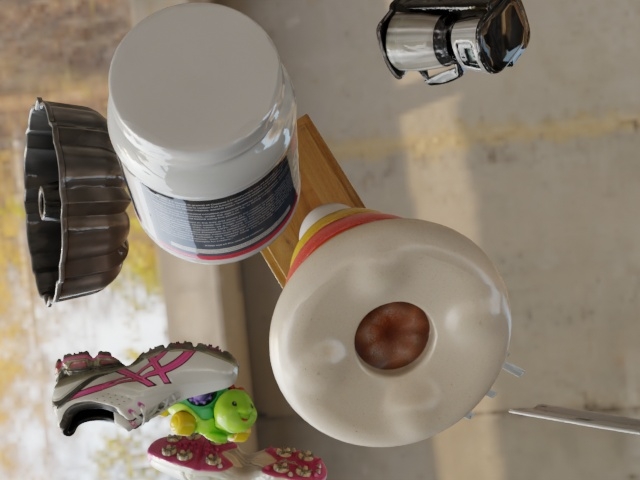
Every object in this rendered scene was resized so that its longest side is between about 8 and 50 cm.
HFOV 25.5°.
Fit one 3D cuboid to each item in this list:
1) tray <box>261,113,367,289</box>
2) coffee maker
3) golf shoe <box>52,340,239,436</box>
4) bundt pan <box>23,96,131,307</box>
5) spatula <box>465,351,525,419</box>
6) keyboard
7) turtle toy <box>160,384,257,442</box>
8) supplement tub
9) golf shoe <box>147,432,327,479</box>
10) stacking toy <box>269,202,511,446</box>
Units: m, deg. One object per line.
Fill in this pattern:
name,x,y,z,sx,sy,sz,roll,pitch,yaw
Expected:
tray,0.000,0.000,2.525,0.203,0.411,0.076,-32,168,2
coffee maker,0.191,-0.304,1.951,0.178,0.171,0.120,5,157,38
golf shoe,-0.169,0.150,1.382,0.186,0.086,0.067,-8,147,7
bundt pan,-0.382,-0.061,2.242,0.124,0.331,0.331,-2,-178,-21
spatula,0.269,0.248,2.416,0.168,0.019,0.242,-42,152,10
keyboard,0.389,0.261,2.055,0.072,0.014,0.256,-5,-176,-38
turtle toy,-0.112,0.171,1.471,0.095,0.066,0.130,13,-170,-37
supplement tub,-0.118,-0.105,1.475,0.191,0.191,0.272,-5,158,-2
golf shoe,-0.144,0.405,2.350,0.306,0.140,0.115,10,-156,12
stacking toy,0.067,0.066,2.176,0.350,0.351,0.480,-6,-158,-9
